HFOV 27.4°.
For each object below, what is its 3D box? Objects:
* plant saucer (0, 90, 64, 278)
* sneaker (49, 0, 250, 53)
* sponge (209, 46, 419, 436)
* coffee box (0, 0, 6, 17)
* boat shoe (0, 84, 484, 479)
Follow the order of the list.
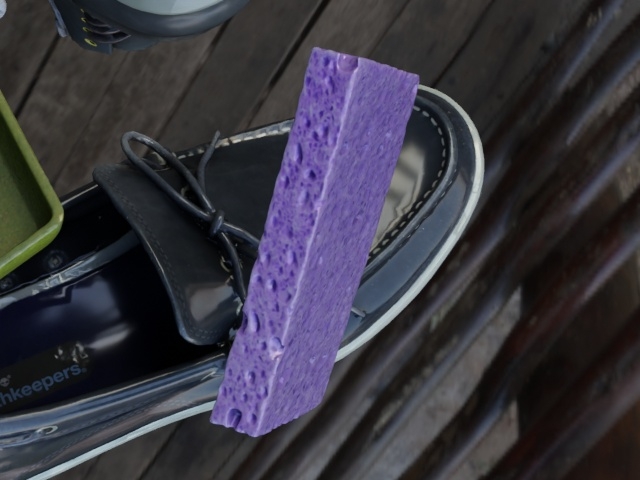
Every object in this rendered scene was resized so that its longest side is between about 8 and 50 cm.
[{"bbox_3d":[-0.252,-0.016,0.790,0.188,0.188,0.045,-35,149,3],"label":"plant saucer"},{"bbox_3d":[-0.064,-0.107,0.493,0.083,0.222,0.118,-25,131,-10],"label":"sneaker"},{"bbox_3d":[0.000,0.000,0.733,0.031,0.117,0.210,19,100,18],"label":"sponge"},{"bbox_3d":[-0.421,-0.176,0.572,0.338,0.334,0.338,-39,68,3],"label":"coffee box"},{"bbox_3d":[-0.093,0.021,0.908,0.500,0.186,0.156,-27,158,-16],"label":"boat shoe"}]
